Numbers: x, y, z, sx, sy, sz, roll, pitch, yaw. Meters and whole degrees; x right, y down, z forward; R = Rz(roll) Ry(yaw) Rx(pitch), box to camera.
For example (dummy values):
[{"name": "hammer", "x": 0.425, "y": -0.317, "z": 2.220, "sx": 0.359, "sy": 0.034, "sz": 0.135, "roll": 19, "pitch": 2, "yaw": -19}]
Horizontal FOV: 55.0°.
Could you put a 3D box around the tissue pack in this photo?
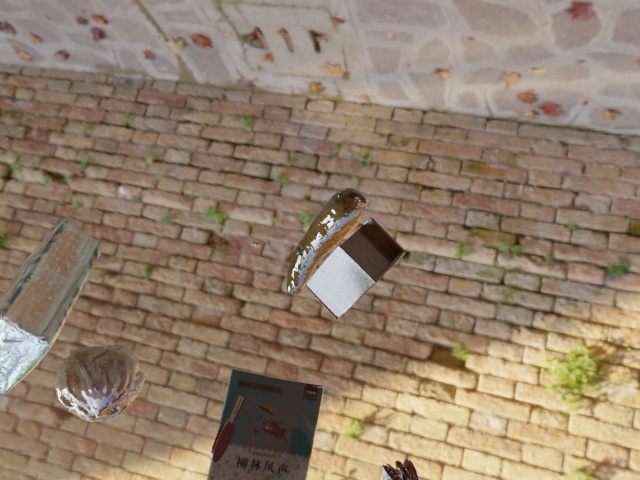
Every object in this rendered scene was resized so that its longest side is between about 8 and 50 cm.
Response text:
[{"name": "tissue pack", "x": -0.602, "y": 0.134, "z": 1.294, "sx": 0.128, "sy": 0.311, "sz": 0.228, "roll": 38, "pitch": 122, "yaw": -24}]

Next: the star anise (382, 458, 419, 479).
[{"name": "star anise", "x": 0.245, "y": 0.741, "z": 1.742, "sx": 0.088, "sy": 0.289, "sz": 0.288, "roll": -27, "pitch": 142, "yaw": 30}]

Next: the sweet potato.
[{"name": "sweet potato", "x": 0.000, "y": 0.000, "z": 1.177, "sx": 0.075, "sy": 0.075, "sz": 0.273, "roll": 22, "pitch": 125, "yaw": -23}]

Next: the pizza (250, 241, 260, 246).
[{"name": "pizza", "x": -0.251, "y": 0.018, "z": 2.380, "sx": 0.037, "sy": 0.016, "sz": 0.083, "roll": 24, "pitch": 170, "yaw": -19}]

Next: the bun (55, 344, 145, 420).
[{"name": "bun", "x": -0.697, "y": 0.462, "z": 1.962, "sx": 0.281, "sy": 0.281, "sz": 0.205, "roll": 35, "pitch": -167, "yaw": -50}]

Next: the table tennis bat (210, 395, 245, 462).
[{"name": "table tennis bat", "x": -0.216, "y": 0.439, "z": 1.434, "sx": 0.014, "sy": 0.158, "sz": 0.095, "roll": 17, "pitch": 158, "yaw": 17}]

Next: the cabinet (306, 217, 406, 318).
[{"name": "cabinet", "x": 0.091, "y": 0.076, "z": 1.719, "sx": 0.148, "sy": 0.174, "sz": 0.215, "roll": 45, "pitch": 136, "yaw": 6}]

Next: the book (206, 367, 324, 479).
[{"name": "book", "x": -0.148, "y": 0.545, "z": 1.605, "sx": 0.263, "sy": 0.380, "sz": 0.031, "roll": 13, "pitch": 169, "yaw": -13}]
